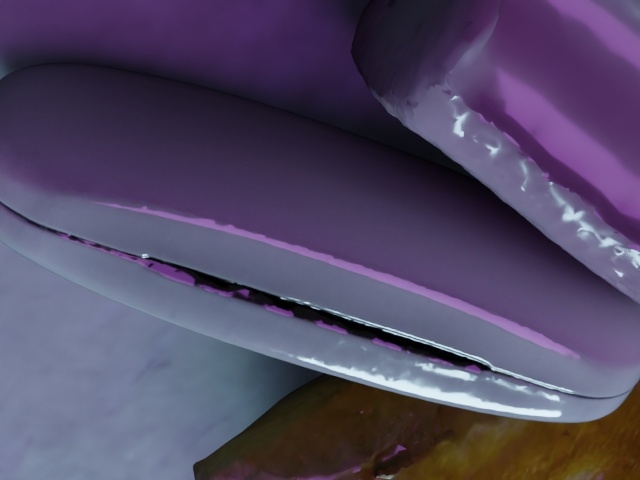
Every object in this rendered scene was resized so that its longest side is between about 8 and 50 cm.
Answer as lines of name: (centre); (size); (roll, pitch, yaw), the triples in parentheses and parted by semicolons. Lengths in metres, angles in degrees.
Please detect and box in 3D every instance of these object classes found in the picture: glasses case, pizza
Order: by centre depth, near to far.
glasses case: (0.000, 0.000, 0.381); (0.193, 0.074, 0.049); (17, 119, -11)
pizza: (0.053, 0.142, 0.502); (0.189, 0.071, 0.297); (-30, 129, -21)

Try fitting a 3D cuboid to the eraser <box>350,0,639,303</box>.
eraser: (0.227, -0.052, 0.366); (0.359, 0.122, 0.272); (34, 105, -15)
